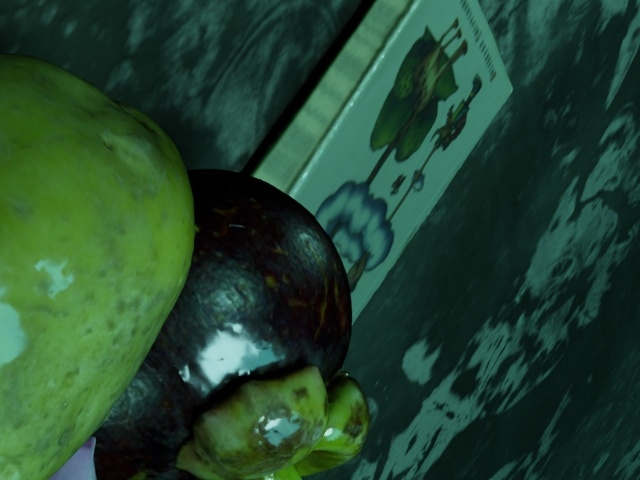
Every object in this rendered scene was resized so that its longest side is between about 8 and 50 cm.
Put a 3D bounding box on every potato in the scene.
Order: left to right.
[{"bbox_3d":[-0.157,0.028,0.776,0.197,0.148,0.228,32,85,-46],"label":"potato"}]

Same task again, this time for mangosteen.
[{"bbox_3d":[-0.054,0.073,0.961,0.192,0.217,0.192,-39,176,-3],"label":"mangosteen"}]

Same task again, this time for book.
[{"bbox_3d":[0.000,0.000,1.216,0.371,0.043,0.260,-55,159,-5],"label":"book"}]

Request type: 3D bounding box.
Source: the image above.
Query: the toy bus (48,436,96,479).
[{"bbox_3d":[-0.174,0.246,0.960,0.386,0.171,0.162,89,18,-49],"label":"toy bus"}]
